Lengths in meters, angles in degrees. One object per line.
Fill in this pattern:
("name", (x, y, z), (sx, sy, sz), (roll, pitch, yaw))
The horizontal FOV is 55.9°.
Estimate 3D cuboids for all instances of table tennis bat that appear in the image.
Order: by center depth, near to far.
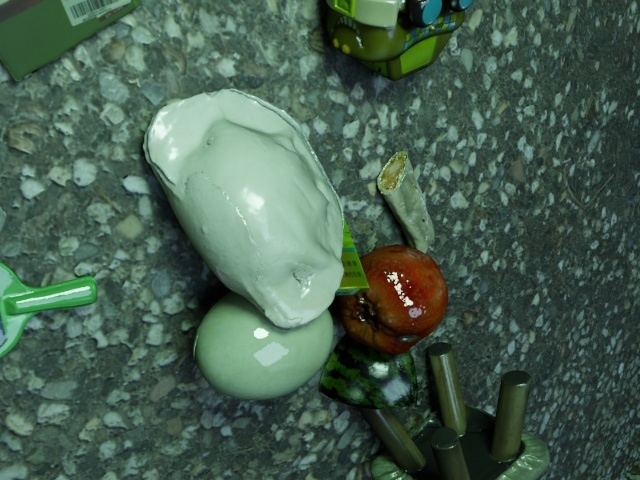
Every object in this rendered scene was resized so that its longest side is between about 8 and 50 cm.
("table tennis bat", (-0.423, 0.087, 0.788), (0.257, 0.039, 0.160), (-10, 109, -33))

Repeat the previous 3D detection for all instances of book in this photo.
("book", (-0.343, -0.350, 0.671), (0.201, 0.026, 0.289), (-40, 138, -20))

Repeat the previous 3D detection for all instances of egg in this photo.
("egg", (-0.085, 0.158, 0.973), (0.253, 0.186, 0.186), (-7, 109, -41))

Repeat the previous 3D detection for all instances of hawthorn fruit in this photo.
("hawthorn fruit", (0.155, 0.096, 1.143), (0.243, 0.207, 0.207), (-28, 121, -45))

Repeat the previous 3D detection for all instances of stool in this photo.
("stool", (0.268, 0.396, 1.266), (0.310, 0.310, 0.226), (-27, 110, -29))

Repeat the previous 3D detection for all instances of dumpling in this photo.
("dumpling", (-0.080, -0.060, 0.898), (0.260, 0.341, 0.181), (-37, 161, -32))

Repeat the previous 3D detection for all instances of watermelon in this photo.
("watermelon", (0.086, 0.258, 1.195), (0.145, 0.193, 0.137), (-6, 153, -34))

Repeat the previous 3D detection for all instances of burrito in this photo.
("burrito", (0.176, -0.059, 1.186), (0.087, 0.060, 0.226), (-45, 126, -24))

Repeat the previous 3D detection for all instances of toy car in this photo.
("toy car", (0.124, -0.357, 0.989), (0.248, 0.204, 0.198), (-30, 144, -29))

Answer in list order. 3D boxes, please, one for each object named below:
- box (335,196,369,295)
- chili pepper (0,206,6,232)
("box", (0.000, 0.000, 1.010), (0.121, 0.030, 0.193), (2, 58, -38))
("chili pepper", (-0.427, 0.004, 0.735), (0.041, 0.050, 0.153), (76, 30, -66))
